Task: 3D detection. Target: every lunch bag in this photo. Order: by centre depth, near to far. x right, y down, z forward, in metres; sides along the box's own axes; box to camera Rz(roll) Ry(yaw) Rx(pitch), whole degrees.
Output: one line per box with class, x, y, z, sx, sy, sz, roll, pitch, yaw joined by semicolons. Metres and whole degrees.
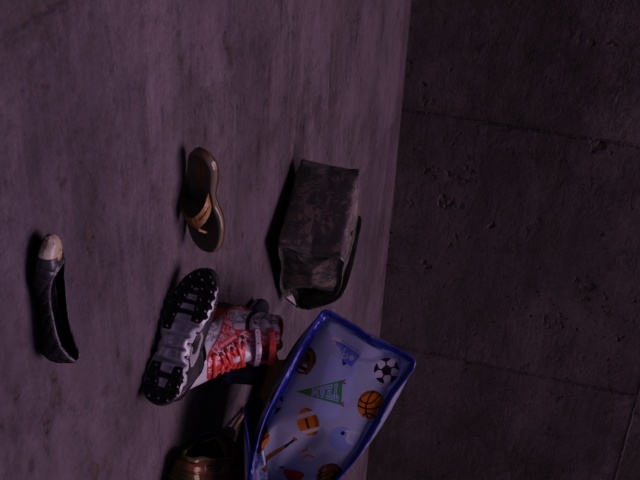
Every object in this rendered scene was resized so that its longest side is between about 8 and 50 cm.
lunch bag;-0.013;0.336;1.901;0.385;0.239;0.328;-61;175;-3
lunch bag;0.000;0.000;2.255;0.287;0.169;0.235;94;9;-61

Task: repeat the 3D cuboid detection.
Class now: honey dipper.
honey dipper;-0.176;0.387;2.101;0.161;0.031;0.030;-44;143;-72

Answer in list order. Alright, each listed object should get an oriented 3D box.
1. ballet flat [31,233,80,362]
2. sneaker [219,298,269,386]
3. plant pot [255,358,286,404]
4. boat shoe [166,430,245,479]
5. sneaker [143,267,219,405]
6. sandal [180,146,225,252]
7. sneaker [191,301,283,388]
ballet flat;-0.311;0.069;1.194;0.057;0.049;0.173;-60;157;-59
sneaker;-0.124;0.212;2.025;0.223;0.098;0.083;-66;162;-44
plant pot;-0.057;0.401;2.255;0.237;0.237;0.254;61;27;-71
boat shoe;-0.190;0.413;1.873;0.307;0.111;0.104;-14;116;-76
sneaker;-0.219;0.159;1.628;0.106;0.078;0.234;68;39;-73
sandal;-0.193;-0.059;1.581;0.049;0.072;0.180;-40;140;-47
sneaker;-0.154;0.192;1.770;0.270;0.145;0.090;-51;149;-64
